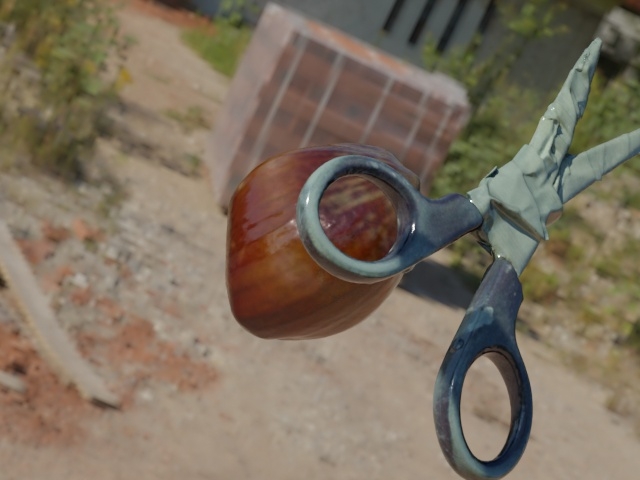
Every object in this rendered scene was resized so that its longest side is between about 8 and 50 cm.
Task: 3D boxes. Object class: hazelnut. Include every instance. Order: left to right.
[{"bbox_3d":[0.002,0.002,1.432,0.180,0.181,0.212,2,34,-4],"label":"hazelnut"}]

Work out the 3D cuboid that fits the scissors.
[{"bbox_3d":[0.150,-0.020,1.135,0.029,0.383,0.256,-18,-71,48],"label":"scissors"}]
